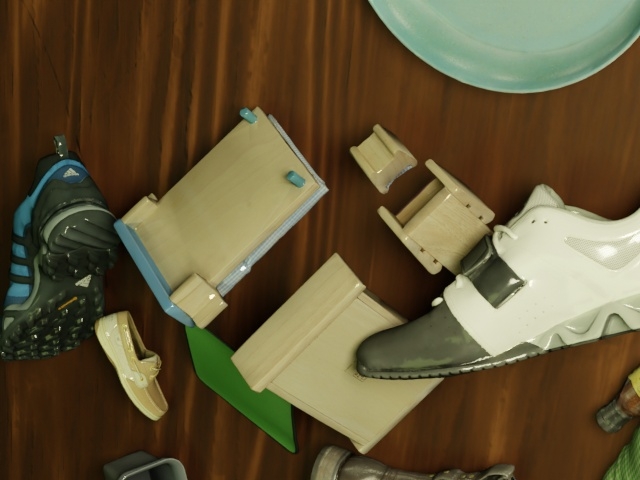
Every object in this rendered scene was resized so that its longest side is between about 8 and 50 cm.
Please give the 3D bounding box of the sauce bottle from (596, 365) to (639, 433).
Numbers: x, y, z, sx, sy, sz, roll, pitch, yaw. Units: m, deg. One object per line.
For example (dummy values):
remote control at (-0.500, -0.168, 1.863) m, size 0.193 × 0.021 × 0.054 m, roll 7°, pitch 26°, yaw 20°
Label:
sauce bottle at (0.294, 0.129, 1.375) m, size 0.042 × 0.042 × 0.128 m, roll 49°, pitch 129°, yaw 7°

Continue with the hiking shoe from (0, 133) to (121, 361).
hiking shoe at (-0.299, 0.024, 1.739) m, size 0.304 × 0.113 × 0.132 m, roll -56°, pitch 45°, yaw 45°

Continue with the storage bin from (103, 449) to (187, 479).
storage bin at (-0.196, 0.307, 1.792) m, size 0.091 × 0.098 × 0.135 m, roll 21°, pitch 127°, yaw 60°

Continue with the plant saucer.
plant saucer at (0.156, -0.281, 1.286) m, size 0.317 × 0.043 × 0.317 m, roll 16°, pitch 120°, yaw 29°

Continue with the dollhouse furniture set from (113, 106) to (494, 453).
dollhouse furniture set at (0.000, 0.000, 1.511) m, size 0.286 × 0.198 × 0.303 m, roll -45°, pitch 50°, yaw 7°

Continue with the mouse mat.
mouse mat at (-0.083, 0.151, 1.621) m, size 0.152 × 0.007 × 0.190 m, roll 36°, pitch 159°, yaw 17°

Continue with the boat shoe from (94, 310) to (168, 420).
boat shoe at (-0.204, 0.140, 1.739) m, size 0.045 × 0.050 × 0.135 m, roll -26°, pitch 107°, yaw 12°

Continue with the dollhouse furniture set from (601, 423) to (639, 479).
dollhouse furniture set at (0.309, 0.288, 1.283) m, size 0.301 × 0.151 × 0.197 m, roll 54°, pitch 146°, yaw 28°

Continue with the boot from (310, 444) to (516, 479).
boot at (0.107, 0.326, 1.578) m, size 0.229 × 0.091 × 0.263 m, roll 8°, pitch 123°, yaw 24°

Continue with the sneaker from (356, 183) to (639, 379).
sneaker at (0.178, 0.032, 1.347) m, size 0.330 × 0.122 × 0.146 m, roll -17°, pitch 86°, yaw 15°
